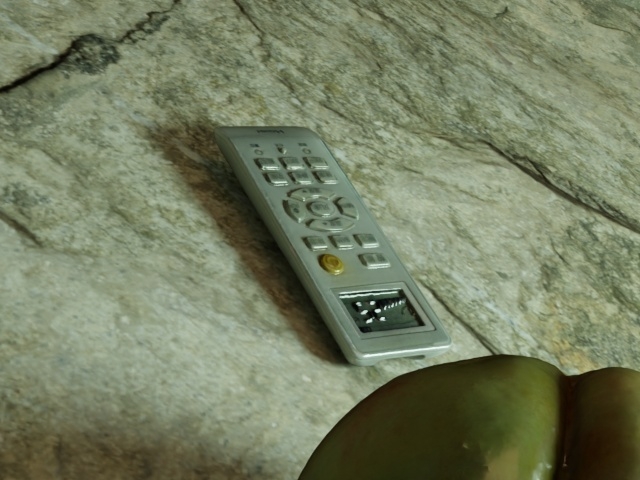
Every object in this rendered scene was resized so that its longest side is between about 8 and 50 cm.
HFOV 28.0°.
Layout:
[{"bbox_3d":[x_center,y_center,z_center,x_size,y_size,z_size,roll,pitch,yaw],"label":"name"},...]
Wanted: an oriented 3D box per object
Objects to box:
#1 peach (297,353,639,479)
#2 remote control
[{"bbox_3d":[0.119,0.197,0.781,0.292,0.248,0.292,4,22,-2],"label":"peach"},{"bbox_3d":[0.000,0.000,1.188,0.109,0.055,0.313,-3,45,-34],"label":"remote control"}]
